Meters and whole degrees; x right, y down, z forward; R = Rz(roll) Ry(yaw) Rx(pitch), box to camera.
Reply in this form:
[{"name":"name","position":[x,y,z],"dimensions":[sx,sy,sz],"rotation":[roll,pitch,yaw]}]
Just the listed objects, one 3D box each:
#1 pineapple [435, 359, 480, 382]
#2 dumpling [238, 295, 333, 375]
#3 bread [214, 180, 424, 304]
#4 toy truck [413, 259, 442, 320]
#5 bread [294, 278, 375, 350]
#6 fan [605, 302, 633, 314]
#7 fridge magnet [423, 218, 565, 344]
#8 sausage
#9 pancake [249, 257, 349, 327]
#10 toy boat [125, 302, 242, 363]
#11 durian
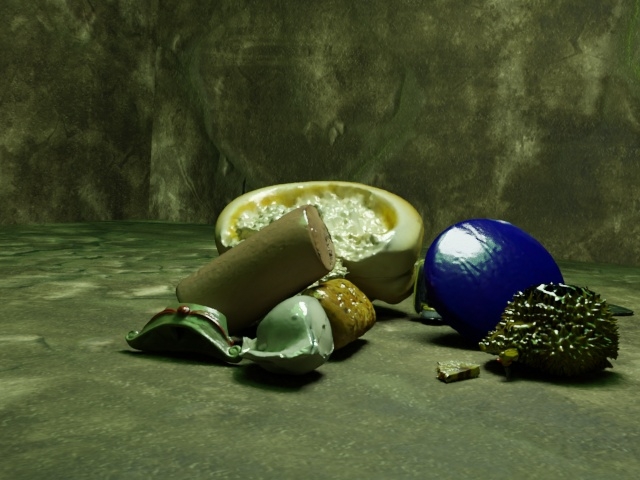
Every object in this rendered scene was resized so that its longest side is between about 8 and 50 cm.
[{"name":"pineapple","position":[0.194,0.188,1.250],"dimensions":[0.083,0.019,0.045],"rotation":[-4,12,-40]},{"name":"dumpling","position":[-0.048,0.140,1.211],"dimensions":[0.127,0.108,0.188],"rotation":[-21,14,14]},{"name":"bread","position":[-0.004,0.022,1.758],"dimensions":[0.423,0.246,0.329],"rotation":[3,16,13]},{"name":"toy truck","position":[0.329,0.106,1.714],"dimensions":[0.272,0.124,0.157],"rotation":[6,-1,15]},{"name":"bread","position":[0.025,0.118,1.403],"dimensions":[0.114,0.083,0.211],"rotation":[50,13,6]},{"name":"fan","position":[0.586,0.150,2.055],"dimensions":[0.294,0.012,0.223],"rotation":[5,5,8]},{"name":"fridge magnet","position":[0.310,0.078,1.539],"dimensions":[0.265,0.266,0.113],"rotation":[3,-34,-10]},{"name":"sausage","position":[-0.093,0.051,1.363],"dimensions":[0.252,0.123,0.123],"rotation":[-34,1,6]},{"name":"pancake","position":[-0.082,0.094,1.515],"dimensions":[0.265,0.057,0.244],"rotation":[-19,7,6]},{"name":"toy boat","position":[-0.195,0.137,1.271],"dimensions":[0.184,0.071,0.089],"rotation":[5,-37,16]},{"name":"durian","position":[0.347,0.133,1.326],"dimensions":[0.193,0.138,0.237],"rotation":[8,7,41]}]
